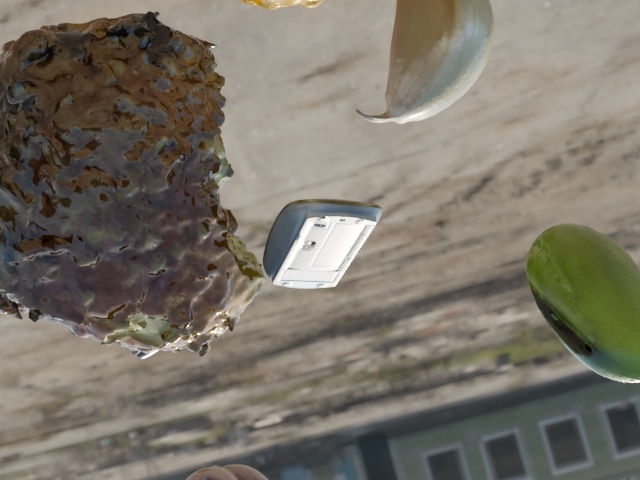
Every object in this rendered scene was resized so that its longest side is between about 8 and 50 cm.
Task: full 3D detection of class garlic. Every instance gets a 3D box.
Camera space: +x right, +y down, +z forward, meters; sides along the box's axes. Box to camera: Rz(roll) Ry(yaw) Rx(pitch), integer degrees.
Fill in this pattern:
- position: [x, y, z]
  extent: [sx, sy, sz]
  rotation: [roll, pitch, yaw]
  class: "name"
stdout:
- position: [0.152, -0.270, 1.815]
  extent: [0.164, 0.245, 0.145]
  rotation: [12, 176, 4]
  class: "garlic"

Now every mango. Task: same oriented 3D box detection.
- position: [0.213, 0.045, 1.011]
  extent: [0.091, 0.165, 0.074]
  rotation: [17, 114, -31]
  class: "mango"

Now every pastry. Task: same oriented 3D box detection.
- position: [-0.251, -0.054, 1.483]
  extent: [0.337, 0.405, 0.292]
  rotation: [-11, -152, -1]
  class: "pastry"

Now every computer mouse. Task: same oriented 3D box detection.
- position: [0.000, -0.002, 1.414]
  extent: [0.102, 0.045, 0.199]
  rotation: [3, 155, -13]
  class: "computer mouse"

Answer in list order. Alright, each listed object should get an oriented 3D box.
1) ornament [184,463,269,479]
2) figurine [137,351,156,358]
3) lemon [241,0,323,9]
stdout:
- position: [-0.118, 0.340, 1.546]
  extent: [0.177, 0.177, 0.177]
  rotation: [-14, 170, -3]
  class: "ornament"
- position: [-0.234, 0.050, 1.918]
  extent: [0.145, 0.222, 0.145]
  rotation: [-8, 131, -9]
  class: "figurine"
- position: [-0.037, -0.247, 1.007]
  extent: [0.187, 0.142, 0.142]
  rotation: [18, 167, -3]
  class: "lemon"
